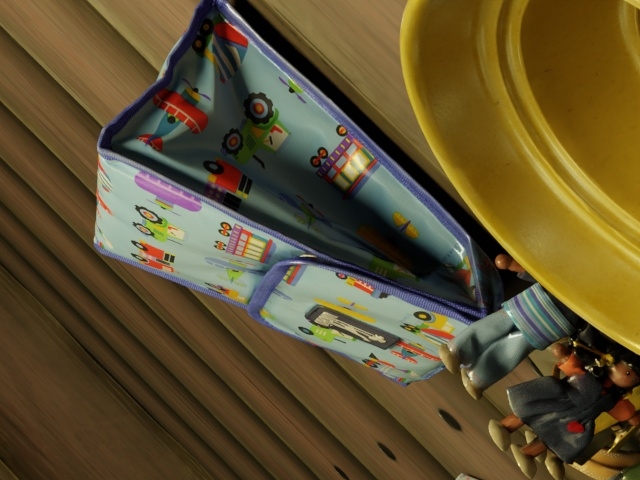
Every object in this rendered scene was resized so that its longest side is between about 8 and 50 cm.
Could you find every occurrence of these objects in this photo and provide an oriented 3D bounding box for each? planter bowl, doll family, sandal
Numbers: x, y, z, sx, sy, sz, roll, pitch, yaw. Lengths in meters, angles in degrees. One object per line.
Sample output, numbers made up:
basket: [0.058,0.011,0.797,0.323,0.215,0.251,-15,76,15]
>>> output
planter bowl: [0.140,-0.046,0.513,0.217,0.090,0.217,40,161,17]
doll family: [0.155,0.082,0.744,0.193,0.111,0.076,43,-160,-32]
sandal: [0.178,0.134,0.867,0.090,0.060,0.219,25,153,48]

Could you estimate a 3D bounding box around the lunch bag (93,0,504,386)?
lunch bag: [0.000,0.000,0.922,0.293,0.138,0.221,33,160,1]

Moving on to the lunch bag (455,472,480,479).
lunch bag: [0.153,0.261,1.214,0.071,0.053,0.083,3,124,62]
